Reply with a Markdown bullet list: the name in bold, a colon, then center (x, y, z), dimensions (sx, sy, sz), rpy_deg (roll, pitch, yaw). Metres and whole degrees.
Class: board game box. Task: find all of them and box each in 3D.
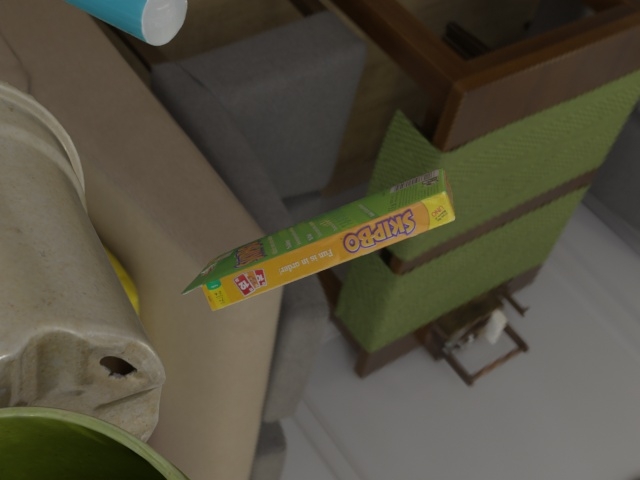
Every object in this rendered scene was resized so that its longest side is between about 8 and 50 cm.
- **board game box**: center (0.000, 0.000, 0.797), dimensions (0.259, 0.039, 0.124), rpy_deg (-18, -169, 12)

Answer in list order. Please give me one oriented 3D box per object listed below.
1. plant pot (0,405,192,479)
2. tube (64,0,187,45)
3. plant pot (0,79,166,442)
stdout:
- **plant pot**: center (-0.126, 0.269, 0.518), dimensions (0.274, 0.275, 0.293), rpy_deg (-38, 153, -3)
- **tube**: center (-0.206, -0.225, 0.706), dimensions (0.080, 0.207, 0.052), rpy_deg (-35, 146, -48)
- **plant pot**: center (-0.299, 0.070, 0.727), dimensions (0.333, 0.305, 0.334), rpy_deg (-28, 141, -25)
